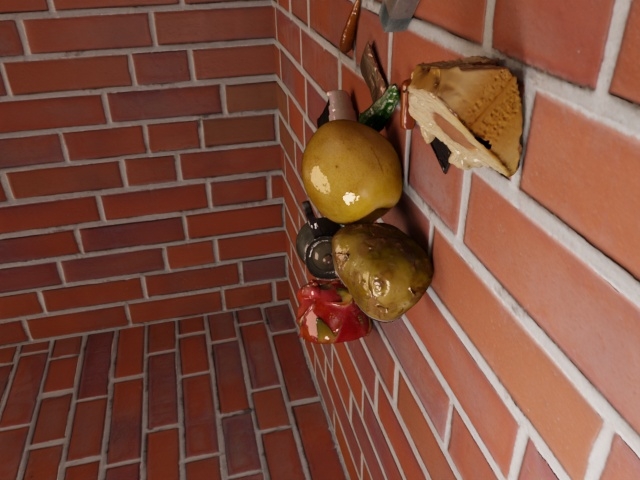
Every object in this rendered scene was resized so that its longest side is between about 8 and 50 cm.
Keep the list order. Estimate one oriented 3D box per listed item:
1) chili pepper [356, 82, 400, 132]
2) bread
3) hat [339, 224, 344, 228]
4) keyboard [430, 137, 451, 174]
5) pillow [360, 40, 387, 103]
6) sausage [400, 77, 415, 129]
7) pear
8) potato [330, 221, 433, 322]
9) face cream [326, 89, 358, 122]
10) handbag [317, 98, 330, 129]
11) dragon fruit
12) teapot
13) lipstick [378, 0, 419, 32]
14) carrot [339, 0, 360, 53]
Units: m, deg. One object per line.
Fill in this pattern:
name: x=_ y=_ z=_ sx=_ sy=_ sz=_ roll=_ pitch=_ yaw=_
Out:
chili pepper: x=0.178 y=-0.391 z=1.658 sx=0.227 sy=0.088 sz=0.059 roll=127 pitch=160 yaw=-69
bread: x=0.248 y=-0.233 z=1.070 sx=0.184 sy=0.211 sz=0.223 roll=-145 pitch=53 yaw=-65
hat: x=0.121 y=-0.040 z=2.194 sx=0.138 sy=0.078 sz=0.190 roll=-113 pitch=-2 yaw=-78
keyboard: x=0.280 y=-0.255 z=1.402 sx=0.063 sy=0.010 sz=0.197 roll=101 pitch=158 yaw=-55
pillow: x=0.162 y=-0.499 z=1.759 sx=0.135 sy=0.034 sz=0.211 roll=108 pitch=150 yaw=-62
sausage: x=0.230 y=-0.358 z=1.498 sx=0.039 sy=0.041 sz=0.131 roll=-88 pitch=-4 yaw=-64
pear: x=0.089 y=-0.192 z=1.677 sx=0.314 sy=0.315 sz=0.314 roll=172 pitch=90 yaw=-79
potato: x=0.179 y=0.051 z=1.567 sx=0.299 sy=0.247 sz=0.196 roll=58 pitch=147 yaw=18
face cream: x=0.092 y=-0.367 z=2.026 sx=0.102 sy=0.102 sz=0.345 roll=136 pitch=126 yaw=-76
handbag: x=0.050 y=-0.426 z=2.245 sx=0.223 sy=0.080 sz=0.246 roll=124 pitch=136 yaw=-73
dragon fruit: x=0.044 y=0.259 z=2.219 sx=0.305 sy=0.306 sz=0.225 roll=-159 pitch=61 yaw=-77
teapot: x=0.023 y=0.006 z=2.286 sx=0.285 sy=0.224 sz=0.305 roll=-109 pitch=25 yaw=-72
lipstick: x=0.211 y=-0.619 z=1.347 sx=0.317 sy=0.066 sz=0.068 roll=116 pitch=144 yaw=-70
carrot: x=0.103 y=-0.712 z=1.890 sx=0.216 sy=0.048 sz=0.048 roll=109 pitch=152 yaw=-56
